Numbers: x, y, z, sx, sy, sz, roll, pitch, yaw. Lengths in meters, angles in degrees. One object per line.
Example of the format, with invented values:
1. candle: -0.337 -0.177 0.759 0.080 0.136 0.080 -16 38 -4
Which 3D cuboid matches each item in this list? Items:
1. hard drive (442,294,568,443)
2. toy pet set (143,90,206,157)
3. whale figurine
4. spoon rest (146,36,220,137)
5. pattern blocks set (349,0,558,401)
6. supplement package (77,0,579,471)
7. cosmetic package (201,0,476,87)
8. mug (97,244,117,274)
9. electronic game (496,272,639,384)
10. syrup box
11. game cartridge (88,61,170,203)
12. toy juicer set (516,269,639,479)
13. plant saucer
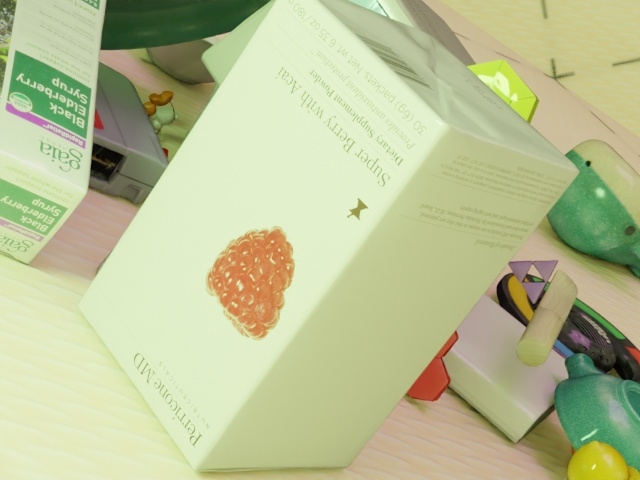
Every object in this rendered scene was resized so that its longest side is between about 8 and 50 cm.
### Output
1. hard drive: 0.114 0.068 1.380 0.307 0.040 0.203 41 20 15
2. toy pet set: -0.129 -0.096 1.374 0.114 0.065 0.122 -14 37 -18
3. whale figurine: 0.420 -0.020 2.005 0.272 0.141 0.216 51 4 -44
4. spoon rest: -0.132 -0.198 1.535 0.137 0.084 0.276 23 23 -30
5. pattern blocks set: 0.069 -0.052 1.226 0.325 0.285 0.026 46 9 14
6. supplement package: 0.000 0.000 0.970 0.175 0.293 0.177 10 31 -51
7. cosmetic package: 0.052 -0.158 1.442 0.155 0.197 0.365 57 12 12
8. mug: -0.128 0.013 1.076 0.062 0.064 0.078 40 20 16
9. electronic game: 0.296 0.114 1.560 0.229 0.048 0.229 31 19 -12
10. syrup box: -0.231 -0.107 1.046 0.093 0.096 0.237 25 38 -27
11. game cartridge: -0.276 -0.140 1.212 0.294 0.060 0.196 22 19 -33
12. toy juicer set: 0.253 0.182 1.259 0.209 0.089 0.329 -5 57 -56
13. plant saucer: -0.130 -0.255 1.323 0.317 0.317 0.043 0 76 -59
